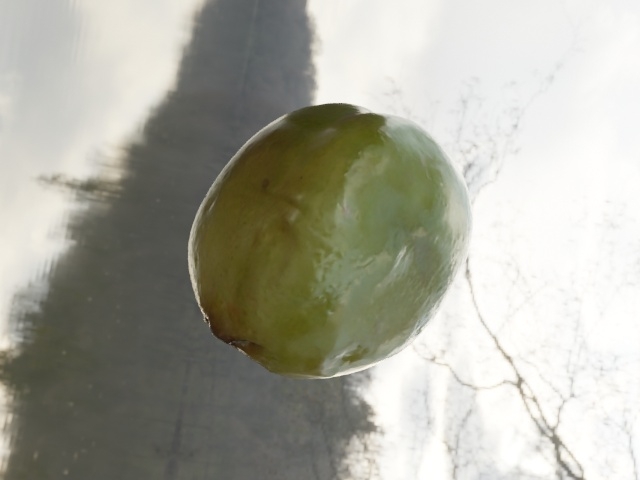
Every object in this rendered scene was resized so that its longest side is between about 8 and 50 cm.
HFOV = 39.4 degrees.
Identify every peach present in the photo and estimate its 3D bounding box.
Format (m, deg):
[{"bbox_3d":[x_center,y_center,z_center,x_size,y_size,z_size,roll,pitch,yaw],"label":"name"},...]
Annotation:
[{"bbox_3d":[0.006,-0.002,1.005,0.315,0.281,0.314,-57,145,-8],"label":"peach"}]
